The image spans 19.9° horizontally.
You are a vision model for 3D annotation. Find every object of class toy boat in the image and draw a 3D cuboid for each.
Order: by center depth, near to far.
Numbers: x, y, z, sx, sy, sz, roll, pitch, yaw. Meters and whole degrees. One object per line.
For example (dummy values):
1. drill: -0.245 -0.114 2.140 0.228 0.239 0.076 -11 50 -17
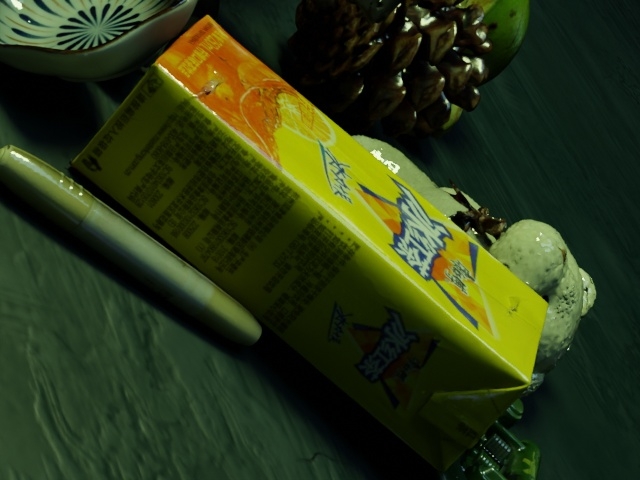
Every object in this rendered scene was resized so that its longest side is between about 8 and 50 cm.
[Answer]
1. toy boat: 0.126 0.177 1.400 0.104 0.052 0.210 47 22 -7

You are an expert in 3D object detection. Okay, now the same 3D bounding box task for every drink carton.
1. drink carton: 0.000 0.000 1.348 0.351 0.111 0.154 41 24 -5

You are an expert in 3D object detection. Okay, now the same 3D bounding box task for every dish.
1. dish: -0.166 -0.168 1.348 0.191 0.190 0.066 -103 180 -50

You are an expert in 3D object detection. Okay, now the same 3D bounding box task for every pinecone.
1. pinecone: 0.073 -0.189 1.716 0.208 0.208 0.208 39 24 -21

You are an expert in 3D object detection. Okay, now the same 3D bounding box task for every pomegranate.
1. pomegranate: 0.138 -0.216 1.904 0.241 0.190 0.159 64 3 37

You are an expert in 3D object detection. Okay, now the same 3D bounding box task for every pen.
1. pen: -0.131 0.006 1.250 0.233 0.032 0.040 38 1 -27

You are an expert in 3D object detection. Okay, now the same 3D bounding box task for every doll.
1. doll: 0.118 -0.004 1.591 0.278 0.149 0.175 37 54 6

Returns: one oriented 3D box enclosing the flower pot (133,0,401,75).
1. flower pot: -0.074 -0.314 1.522 0.379 0.379 0.251 49 5 4
